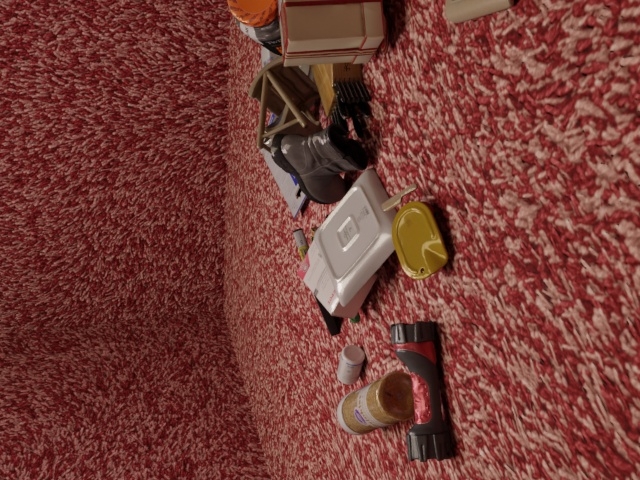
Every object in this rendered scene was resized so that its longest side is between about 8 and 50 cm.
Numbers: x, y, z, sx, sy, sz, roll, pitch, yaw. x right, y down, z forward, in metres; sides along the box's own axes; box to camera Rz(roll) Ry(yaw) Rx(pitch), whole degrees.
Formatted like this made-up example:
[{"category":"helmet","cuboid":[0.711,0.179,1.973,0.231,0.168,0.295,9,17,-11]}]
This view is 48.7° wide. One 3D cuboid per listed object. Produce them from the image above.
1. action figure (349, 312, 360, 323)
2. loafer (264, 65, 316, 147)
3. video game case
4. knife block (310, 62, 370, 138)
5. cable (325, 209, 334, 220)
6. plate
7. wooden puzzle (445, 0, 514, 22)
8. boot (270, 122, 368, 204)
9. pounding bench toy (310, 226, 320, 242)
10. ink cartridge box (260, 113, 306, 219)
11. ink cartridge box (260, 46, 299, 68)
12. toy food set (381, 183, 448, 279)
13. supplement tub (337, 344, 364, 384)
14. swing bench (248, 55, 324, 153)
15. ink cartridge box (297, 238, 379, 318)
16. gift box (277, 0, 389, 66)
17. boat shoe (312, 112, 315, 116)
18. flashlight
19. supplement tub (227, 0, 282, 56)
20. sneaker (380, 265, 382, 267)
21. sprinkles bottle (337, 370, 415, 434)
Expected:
[{"category":"action figure","cuboid":[0.083,0.130,2.054,0.137,0.063,0.232,124,142,-62]},{"category":"loafer","cuboid":[-0.092,-0.438,2.279,0.112,0.111,0.319,35,109,57]},{"category":"video game case","cuboid":[-0.012,0.134,2.259,0.275,0.035,0.248,70,180,-50]},{"category":"knife block","cuboid":[0.053,-0.394,1.958,0.275,0.088,0.242,-149,56,-69]},{"category":"cable","cuboid":[0.028,-0.001,2.150,0.150,0.047,0.185,16,-93,-72]},{"category":"plate","cuboid":[0.084,-0.017,1.839,0.278,0.045,0.277,-51,39,27]},{"category":"wooden puzzle","cuboid":[0.276,-0.524,1.262,0.221,0.044,0.239,-154,61,-70]},{"category":"boot","cuboid":[0.038,-0.195,1.937,0.222,0.338,0.118,-3,70,34]},{"category":"pounding bench toy","cuboid":[0.000,0.000,2.309,0.065,0.052,0.083,-152,59,-70]},{"category":"ink cartridge box","cuboid":[-0.104,-0.273,2.509,0.307,0.072,0.303,60,156,13]},{"category":"ink cartridge box","cuboid":[-0.127,-0.589,2.429,0.127,0.128,0.176,166,100,-73]},{"category":"toy food set","cuboid":[0.226,-0.015,1.555,0.128,0.071,0.218,-41,54,40]},{"category":"supplement tub","cuboid":[0.089,0.367,2.089,0.071,0.071,0.107,-112,24,-44]},{"category":"swing bench","cuboid":[-0.081,-0.364,2.084,0.253,0.165,0.255,31,-138,-60]},{"category":"ink cartridge box","cuboid":[0.046,0.091,1.973,0.218,0.092,0.159,49,118,49]},{"category":"gift box","cuboid":[0.030,-0.566,1.705,0.276,0.258,0.255,-143,48,-84]},{"category":"boat shoe","cuboid":[-0.059,-0.413,2.390,0.152,0.049,0.056,-162,70,-70]},{"category":"flashlight","cuboid":[0.218,0.334,1.580,0.103,0.103,0.304,-11,78,39]},{"category":"supplement tub","cuboid":[-0.108,-0.631,1.972,0.338,0.207,0.207,6,-103,-67]},{"category":"sneaker","cuboid":[0.116,-0.002,1.905,0.212,0.080,0.094,-125,49,-58]},{"category":"sprinkles bottle","cuboid":[0.146,0.427,1.833,0.355,0.121,0.121,126,137,-64]}]
